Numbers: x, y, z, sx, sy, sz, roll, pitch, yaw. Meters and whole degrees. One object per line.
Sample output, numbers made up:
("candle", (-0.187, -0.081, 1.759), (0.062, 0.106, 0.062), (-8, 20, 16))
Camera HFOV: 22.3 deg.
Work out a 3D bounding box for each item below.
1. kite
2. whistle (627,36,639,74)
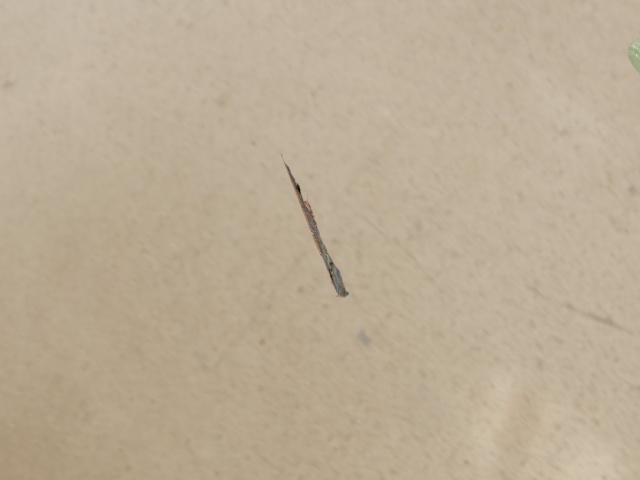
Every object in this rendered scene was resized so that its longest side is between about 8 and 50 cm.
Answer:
("kite", (0.001, 0.000, 1.966), (0.009, 0.232, 0.189), (-22, 40, 3))
("whistle", (0.347, -0.215, 1.259), (0.258, 0.126, 0.067), (-40, 90, -2))
